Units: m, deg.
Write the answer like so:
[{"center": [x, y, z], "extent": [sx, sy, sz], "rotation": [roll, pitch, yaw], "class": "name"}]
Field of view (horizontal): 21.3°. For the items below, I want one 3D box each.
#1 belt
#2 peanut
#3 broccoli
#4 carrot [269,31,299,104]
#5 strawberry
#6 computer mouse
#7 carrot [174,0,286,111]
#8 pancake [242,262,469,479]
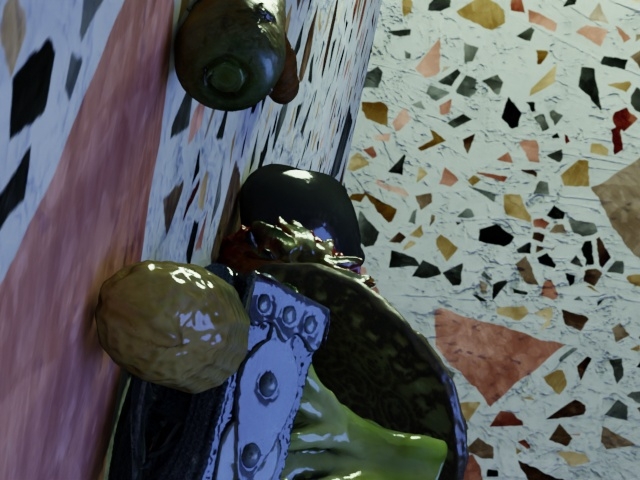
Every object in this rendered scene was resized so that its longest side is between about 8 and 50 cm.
[{"center": [-0.093, 0.127, 1.286], "extent": [0.128, 0.122, 0.218], "rotation": [27, 71, -45], "class": "belt"}, {"center": [-0.098, 0.054, 1.146], "extent": [0.194, 0.083, 0.093], "rotation": [46, 20, -74], "class": "peanut"}, {"center": [-0.049, 0.214, 1.499], "extent": [0.324, 0.272, 0.334], "rotation": [-52, 161, -31], "class": "broccoli"}, {"center": [-0.039, -0.178, 1.685], "extent": [0.165, 0.035, 0.036], "rotation": [89, 15, -69], "class": "carrot"}, {"center": [-0.040, 0.056, 1.727], "extent": [0.208, 0.167, 0.087], "rotation": [-52, -172, 46], "class": "strawberry"}, {"center": [0.000, 0.000, 1.838], "extent": [0.269, 0.086, 0.138], "rotation": [42, 46, -62], "class": "computer mouse"}, {"center": [-0.054, -0.180, 1.239], "extent": [0.298, 0.078, 0.078], "rotation": [-82, -176, -61], "class": "carrot"}, {"center": [0.020, 0.144, 1.633], "extent": [0.288, 0.286, 0.033], "rotation": [-18, -165, 49], "class": "pancake"}]
